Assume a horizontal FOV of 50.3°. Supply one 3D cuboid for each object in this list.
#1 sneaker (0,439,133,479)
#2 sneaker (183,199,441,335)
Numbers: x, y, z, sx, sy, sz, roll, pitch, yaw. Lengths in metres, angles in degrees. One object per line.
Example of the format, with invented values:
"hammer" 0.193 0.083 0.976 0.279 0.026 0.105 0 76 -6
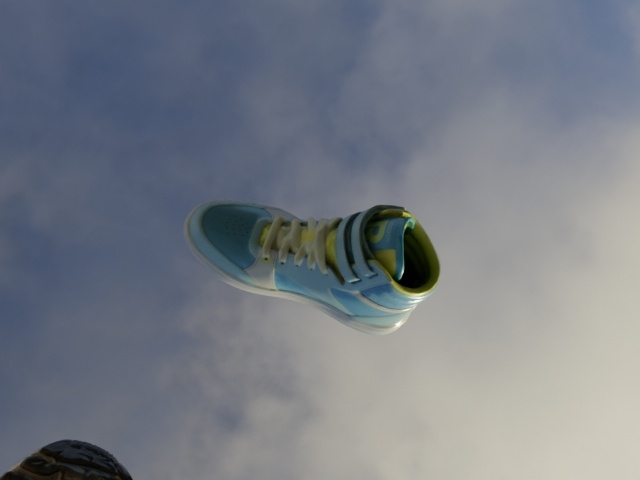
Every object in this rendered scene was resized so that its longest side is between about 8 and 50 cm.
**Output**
"sneaker" -0.239 0.296 0.467 0.130 0.147 0.330 34 -126 -18
"sneaker" 0.000 0.000 0.825 0.319 0.208 0.127 20 -117 -11
